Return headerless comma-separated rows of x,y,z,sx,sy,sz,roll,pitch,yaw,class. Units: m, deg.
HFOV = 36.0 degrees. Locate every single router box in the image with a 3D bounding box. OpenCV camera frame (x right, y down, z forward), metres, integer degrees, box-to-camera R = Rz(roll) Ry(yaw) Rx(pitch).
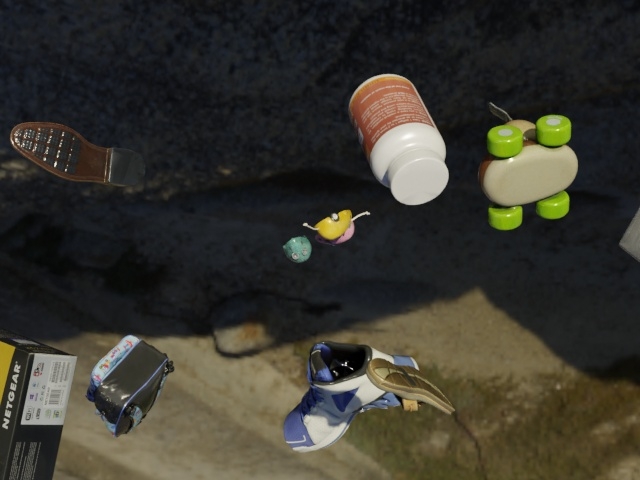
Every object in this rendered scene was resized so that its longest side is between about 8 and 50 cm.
-0.466,0.282,1.368,0.242,0.309,0.081,10,178,42,router box

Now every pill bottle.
0.125,-0.158,1.554,0.121,0.216,0.121,-9,133,-9,pill bottle

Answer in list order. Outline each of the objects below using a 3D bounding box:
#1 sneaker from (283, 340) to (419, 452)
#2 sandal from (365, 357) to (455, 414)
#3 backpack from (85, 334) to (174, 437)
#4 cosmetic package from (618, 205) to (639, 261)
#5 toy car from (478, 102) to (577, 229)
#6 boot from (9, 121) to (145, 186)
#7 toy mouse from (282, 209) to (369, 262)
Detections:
0.018,0.282,1.927,0.182,0.127,0.315,33,126,-32,sneaker
0.117,0.210,1.366,0.180,0.072,0.049,24,111,-43,sandal
-0.375,0.290,1.902,0.117,0.158,0.173,34,142,8,backpack
0.603,0.010,1.613,0.107,0.238,0.127,21,107,-18,cosmetic package
0.293,-0.135,1.514,0.148,0.188,0.155,-13,124,-8,toy car
-0.399,-0.127,1.561,0.219,0.082,0.106,18,166,-34,boot
0.000,0.000,1.400,0.161,0.031,0.143,-21,169,-43,toy mouse
